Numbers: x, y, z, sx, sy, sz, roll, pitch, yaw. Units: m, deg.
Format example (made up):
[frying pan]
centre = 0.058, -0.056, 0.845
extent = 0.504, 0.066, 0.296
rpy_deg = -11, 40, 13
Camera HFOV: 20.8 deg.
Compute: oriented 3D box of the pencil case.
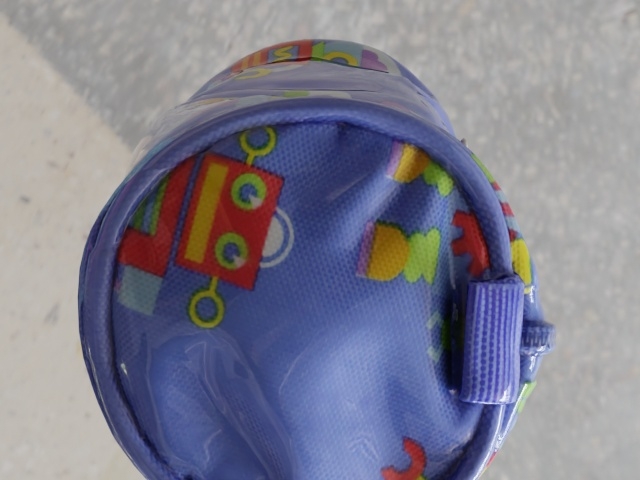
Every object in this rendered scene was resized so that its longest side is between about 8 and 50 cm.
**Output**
[pencil case]
centre = 0.000, 0.000, 0.577
extent = 0.133, 0.306, 0.119
rpy_deg = 0, 100, -1
